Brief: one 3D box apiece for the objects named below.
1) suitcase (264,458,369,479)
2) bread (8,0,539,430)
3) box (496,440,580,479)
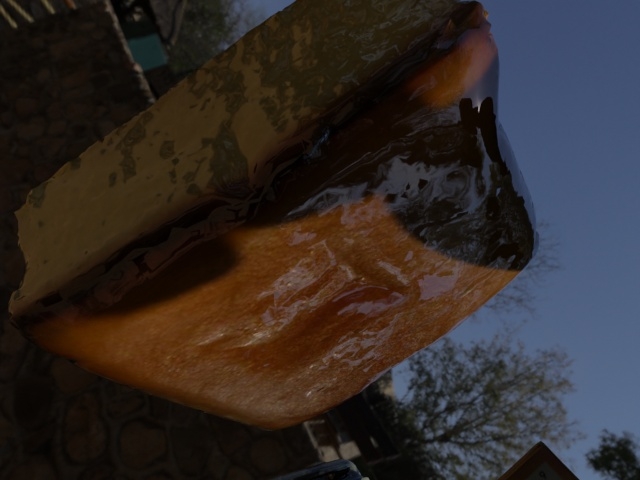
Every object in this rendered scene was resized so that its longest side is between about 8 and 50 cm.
[{"bbox_3d":[-0.060,0.479,0.965,0.339,0.351,0.194,-55,-127,28],"label":"suitcase"},{"bbox_3d":[0.000,0.000,0.470,0.333,0.323,0.143,45,13,-53],"label":"bread"},{"bbox_3d":[0.212,0.489,0.883,0.116,0.415,0.264,47,-4,27],"label":"box"}]
